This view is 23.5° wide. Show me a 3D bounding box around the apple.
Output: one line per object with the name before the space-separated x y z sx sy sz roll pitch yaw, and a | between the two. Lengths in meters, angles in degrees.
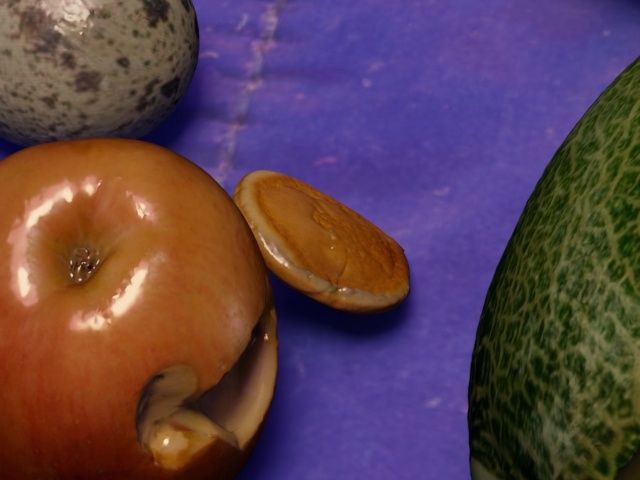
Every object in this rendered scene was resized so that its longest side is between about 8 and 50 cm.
apple | -0.102 0.042 0.733 0.199 0.199 0.199 -3 54 4

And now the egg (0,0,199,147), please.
egg | -0.152 -0.115 0.880 0.172 0.132 0.132 5 55 21

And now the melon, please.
melon | 0.209 0.002 0.728 0.343 0.226 0.331 -33 19 -18

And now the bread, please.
bread | 0.000 0.000 0.813 0.110 0.024 0.110 30 23 -14
